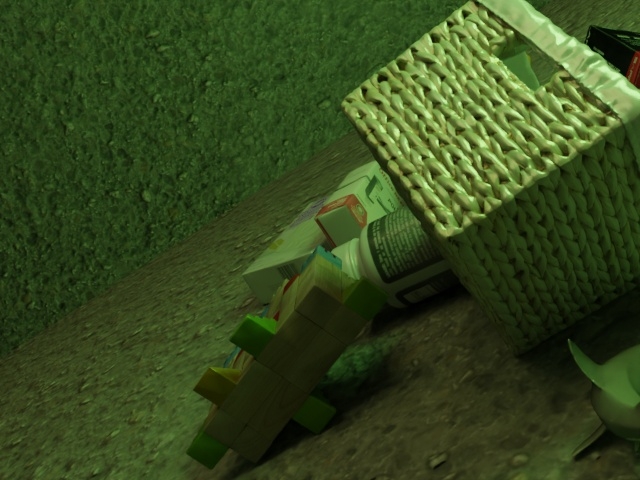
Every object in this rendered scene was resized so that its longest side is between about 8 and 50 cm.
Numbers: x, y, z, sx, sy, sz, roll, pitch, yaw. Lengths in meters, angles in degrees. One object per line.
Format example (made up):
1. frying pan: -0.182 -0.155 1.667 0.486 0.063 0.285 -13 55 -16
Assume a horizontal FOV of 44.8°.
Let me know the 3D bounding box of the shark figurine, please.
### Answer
1. shark figurine: 0.286 0.133 0.732 0.166 0.116 0.278 -38 -7 5

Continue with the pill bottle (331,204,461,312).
1. pill bottle: 0.167 0.017 1.321 0.283 0.161 0.161 -26 17 23

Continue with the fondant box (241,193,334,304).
1. fondant box: 0.000 0.000 1.817 0.238 0.096 0.330 -18 20 42

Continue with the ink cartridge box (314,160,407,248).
1. ink cartridge box: 0.099 -0.052 1.661 0.092 0.158 0.218 -24 18 33

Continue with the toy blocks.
1. toy blocks: -0.050 0.159 1.242 0.381 0.191 0.261 -53 9 15

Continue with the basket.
1. basket: 0.246 -0.086 1.000 0.266 0.331 0.328 -35 47 5

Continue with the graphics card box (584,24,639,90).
1. graphics card box: 0.587 -0.278 1.300 0.233 0.094 0.371 10 24 1

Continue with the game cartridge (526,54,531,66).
1. game cartridge: 0.288 -0.176 1.527 0.285 0.053 0.323 -14 68 49
